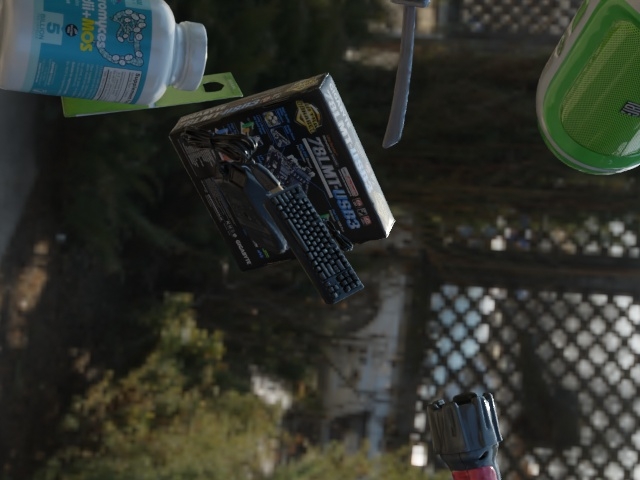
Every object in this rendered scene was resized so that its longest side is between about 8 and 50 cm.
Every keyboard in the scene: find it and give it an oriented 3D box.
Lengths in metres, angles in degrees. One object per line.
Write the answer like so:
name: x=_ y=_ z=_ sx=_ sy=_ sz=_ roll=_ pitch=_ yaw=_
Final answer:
keyboard: x=0.000 y=0.000 z=1.884 sx=0.108 sy=0.023 sz=0.180 roll=-25 pitch=80 yaw=-49

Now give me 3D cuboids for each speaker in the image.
speaker: x=0.260 y=-0.154 z=1.034 sx=0.296 sy=0.131 sz=0.131 roll=107 pitch=-10 yaw=-71

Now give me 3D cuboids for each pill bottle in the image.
pill bottle: x=-0.287 y=-0.255 z=1.709 sx=0.146 sy=0.264 sz=0.146 roll=-176 pitch=-90 yaw=-68

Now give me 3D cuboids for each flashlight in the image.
flashlight: x=0.184 y=0.331 z=1.500 sx=0.103 sy=0.103 sz=0.304 roll=-15 pitch=-94 yaw=62

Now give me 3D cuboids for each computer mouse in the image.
computer mouse: x=-0.092 y=-0.081 z=2.018 sx=0.060 sy=0.184 sz=0.262 roll=-46 pitch=122 yaw=-21

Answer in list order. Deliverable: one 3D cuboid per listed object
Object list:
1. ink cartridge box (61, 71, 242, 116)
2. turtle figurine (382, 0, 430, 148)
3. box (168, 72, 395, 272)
ink cartridge box: x=-0.255 y=-0.258 z=1.933 sx=0.189 sy=0.255 sz=0.097 roll=-119 pitch=-157 yaw=-70
turtle figurine: x=0.060 y=-0.259 z=0.853 sx=0.275 sy=0.266 sz=0.197 roll=43 pitch=46 yaw=-16
box: x=-0.064 y=-0.108 z=2.223 sx=0.295 sy=0.293 sz=0.073 roll=63 pitch=27 yaw=-23
